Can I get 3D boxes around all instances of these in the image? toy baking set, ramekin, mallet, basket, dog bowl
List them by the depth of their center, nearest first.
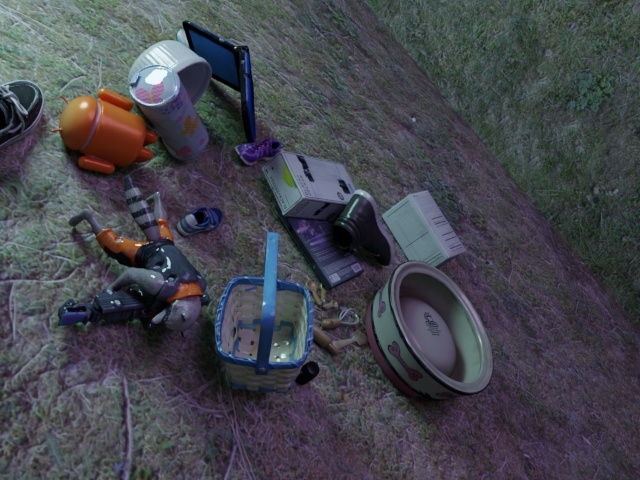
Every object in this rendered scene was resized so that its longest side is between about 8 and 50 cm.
[{"bbox_3d":[-0.112,0.162,1.299,0.201,0.288,0.254,9,38,-7],"label":"basket"},{"bbox_3d":[-0.095,0.304,1.434,0.190,0.062,0.039,2,55,-30],"label":"mallet"},{"bbox_3d":[-0.386,-0.404,1.604,0.109,0.207,0.207,45,34,7],"label":"ramekin"},{"bbox_3d":[0.026,0.203,1.655,0.256,0.030,0.196,46,35,-6],"label":"toy baking set"},{"bbox_3d":[0.296,0.267,1.795,0.408,0.150,0.407,28,41,-28],"label":"dog bowl"}]

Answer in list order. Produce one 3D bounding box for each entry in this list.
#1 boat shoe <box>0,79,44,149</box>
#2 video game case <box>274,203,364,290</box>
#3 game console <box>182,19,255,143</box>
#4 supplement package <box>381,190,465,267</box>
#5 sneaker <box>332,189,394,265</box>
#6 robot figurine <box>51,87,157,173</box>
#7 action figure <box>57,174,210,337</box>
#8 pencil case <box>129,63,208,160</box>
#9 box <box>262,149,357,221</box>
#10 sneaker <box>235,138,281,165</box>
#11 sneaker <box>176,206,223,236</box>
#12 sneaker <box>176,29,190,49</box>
[{"bbox_3d":[-0.640,-0.254,1.263,0.113,0.105,0.306,43,36,-12],"label":"boat shoe"},{"bbox_3d":[0.000,0.000,1.802,0.274,0.026,0.196,56,31,9],"label":"video game case"},{"bbox_3d":[-0.271,-0.421,1.738,0.174,0.293,0.250,-2,80,-3],"label":"game console"},{"bbox_3d":[0.343,-0.024,2.116,0.134,0.139,0.244,-16,73,-52],"label":"supplement package"},{"bbox_3d":[0.119,0.003,1.854,0.147,0.105,0.295,-47,135,-22],"label":"sneaker"},{"bbox_3d":[-0.478,-0.243,1.415,0.220,0.158,0.128,19,24,-37],"label":"robot figurine"},{"bbox_3d":[-0.358,0.050,1.252,0.330,0.178,0.341,51,32,17],"label":"action figure"},{"bbox_3d":[-0.352,-0.297,1.502,0.124,0.273,0.113,31,76,14],"label":"pencil case"},{"bbox_3d":[-0.015,-0.149,1.829,0.290,0.087,0.169,5,54,-51],"label":"box"},{"bbox_3d":[-0.176,-0.264,1.816,0.068,0.071,0.170,56,36,7],"label":"sneaker"},{"bbox_3d":[-0.276,-0.052,1.525,0.053,0.059,0.144,52,34,5],"label":"sneaker"},{"bbox_3d":[-0.340,-0.580,1.911,0.191,0.083,0.071,32,41,-23],"label":"sneaker"}]
